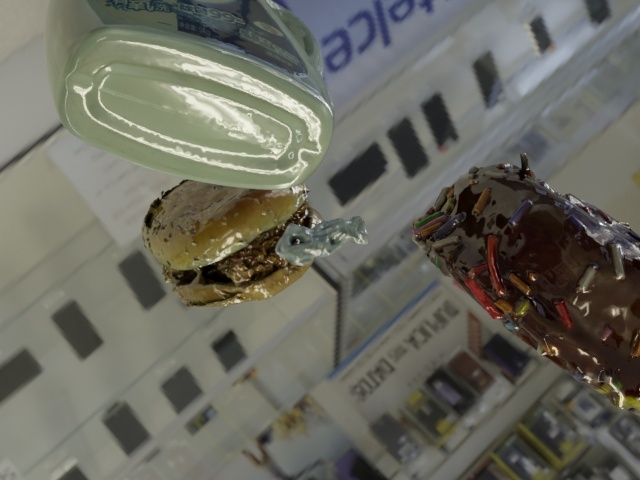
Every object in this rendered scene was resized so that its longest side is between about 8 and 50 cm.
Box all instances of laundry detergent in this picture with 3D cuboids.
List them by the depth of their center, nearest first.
[{"bbox_3d":[-0.096,-0.156,0.888,0.280,0.214,0.105,-102,-149,-57],"label":"laundry detergent"}]

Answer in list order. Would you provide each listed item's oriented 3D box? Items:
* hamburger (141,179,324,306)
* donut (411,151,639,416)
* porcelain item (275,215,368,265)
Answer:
[{"bbox_3d":[-0.090,-0.016,1.149,0.177,0.185,0.113,-30,120,11],"label":"hamburger"},{"bbox_3d":[0.178,0.028,0.780,0.230,0.216,0.096,27,101,-34],"label":"donut"},{"bbox_3d":[0.000,0.000,1.027,0.083,0.036,0.028,-13,159,-21],"label":"porcelain item"}]
